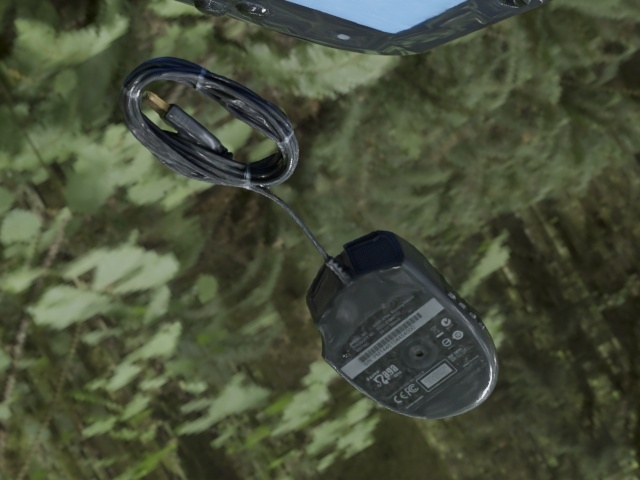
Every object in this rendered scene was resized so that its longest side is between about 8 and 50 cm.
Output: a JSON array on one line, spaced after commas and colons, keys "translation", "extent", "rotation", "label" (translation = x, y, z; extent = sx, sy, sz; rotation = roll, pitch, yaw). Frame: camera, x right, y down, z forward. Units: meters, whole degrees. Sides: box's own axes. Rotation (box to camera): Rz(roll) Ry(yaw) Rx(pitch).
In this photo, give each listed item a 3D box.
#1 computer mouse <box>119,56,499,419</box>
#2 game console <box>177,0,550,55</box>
[{"translation": [0.000, 0.000, 0.582], "extent": [0.071, 0.242, 0.041], "rotation": [-36, -158, 18], "label": "computer mouse"}, {"translation": [-0.053, -0.162, 0.516], "extent": [0.342, 0.060, 0.386], "rotation": [10, 176, -17], "label": "game console"}]
